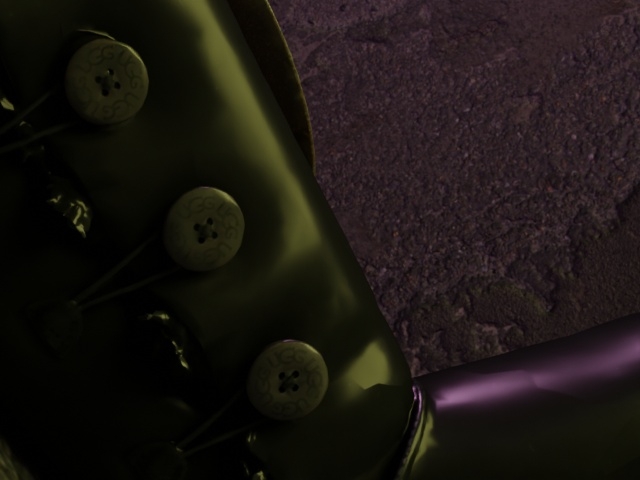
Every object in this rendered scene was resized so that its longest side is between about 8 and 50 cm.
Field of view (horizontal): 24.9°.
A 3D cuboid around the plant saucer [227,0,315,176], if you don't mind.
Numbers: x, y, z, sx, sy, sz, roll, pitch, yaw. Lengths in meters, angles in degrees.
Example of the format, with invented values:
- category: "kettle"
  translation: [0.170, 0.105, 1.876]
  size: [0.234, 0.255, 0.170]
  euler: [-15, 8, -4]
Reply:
- category: "plant saucer"
  translation: [-0.124, -0.117, 0.889]
  size: [0.310, 0.050, 0.310]
  euler: [39, -31, 30]

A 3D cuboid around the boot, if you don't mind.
- category: "boot"
  translation: [-0.001, 0.001, 0.748]
  size: [0.445, 0.367, 0.146]
  euler: [57, -23, -10]
